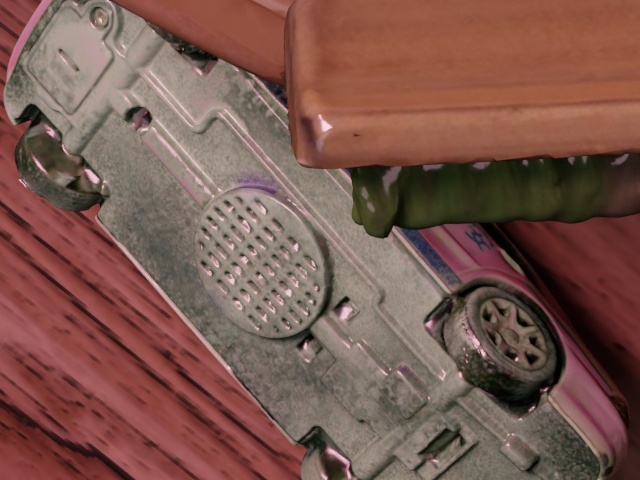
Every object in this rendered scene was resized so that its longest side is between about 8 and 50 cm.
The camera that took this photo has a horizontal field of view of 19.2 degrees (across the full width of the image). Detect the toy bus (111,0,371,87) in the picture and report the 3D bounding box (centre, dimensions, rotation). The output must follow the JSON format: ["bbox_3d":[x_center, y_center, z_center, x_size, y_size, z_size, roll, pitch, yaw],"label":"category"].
[{"bbox_3d":[0.022,-0.185,0.416,0.139,0.157,0.289,31,127,8],"label":"toy bus"}]

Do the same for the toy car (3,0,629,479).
[{"bbox_3d":[0.000,0.000,0.584,0.224,0.076,0.090,48,129,6],"label":"toy car"}]

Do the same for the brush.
[{"bbox_3d":[0.134,-0.036,0.412,0.282,0.054,0.048,-5,142,0],"label":"brush"}]
